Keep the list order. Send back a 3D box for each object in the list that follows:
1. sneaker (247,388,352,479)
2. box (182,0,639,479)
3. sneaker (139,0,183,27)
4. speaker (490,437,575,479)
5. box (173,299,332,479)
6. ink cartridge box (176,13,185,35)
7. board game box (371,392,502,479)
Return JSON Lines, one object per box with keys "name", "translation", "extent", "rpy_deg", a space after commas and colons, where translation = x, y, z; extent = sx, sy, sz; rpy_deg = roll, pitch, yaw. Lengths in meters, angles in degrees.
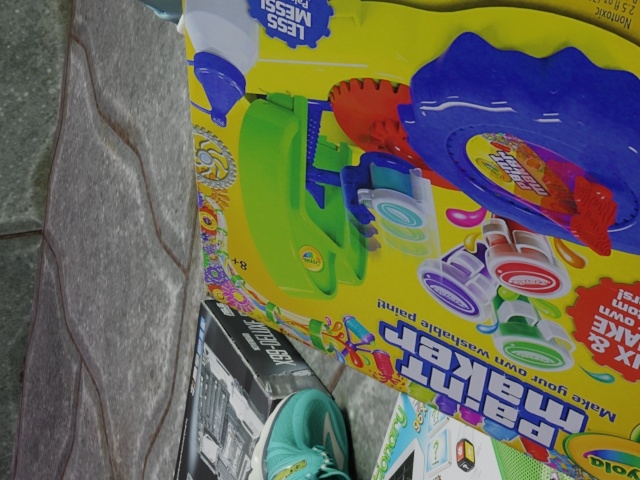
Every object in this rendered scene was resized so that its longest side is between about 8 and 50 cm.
{"name": "sneaker", "translation": [-0.003, 0.243, 1.042], "extent": [0.110, 0.107, 0.275], "rpy_deg": [-51, 21, 35]}
{"name": "box", "translation": [0.105, -0.059, 0.526], "extent": [0.290, 0.177, 0.279], "rpy_deg": [24, 141, 21]}
{"name": "sneaker", "translation": [-0.046, -0.184, 0.982], "extent": [0.135, 0.366, 0.150], "rpy_deg": [-10, 87, 30]}
{"name": "speaker", "translation": [0.175, 0.155, 0.668], "extent": [0.131, 0.131, 0.296], "rpy_deg": [125, 139, -51]}
{"name": "box", "translation": [-0.091, 0.256, 1.304], "extent": [0.242, 0.077, 0.307], "rpy_deg": [-134, 51, -57]}
{"name": "ink cartridge box", "translation": [0.095, -0.175, 0.649], "extent": [0.261, 0.296, 0.066], "rpy_deg": [123, 165, -45]}
{"name": "board game box", "translation": [0.104, 0.239, 0.906], "extent": [0.193, 0.053, 0.305], "rpy_deg": [-125, 43, -51]}
